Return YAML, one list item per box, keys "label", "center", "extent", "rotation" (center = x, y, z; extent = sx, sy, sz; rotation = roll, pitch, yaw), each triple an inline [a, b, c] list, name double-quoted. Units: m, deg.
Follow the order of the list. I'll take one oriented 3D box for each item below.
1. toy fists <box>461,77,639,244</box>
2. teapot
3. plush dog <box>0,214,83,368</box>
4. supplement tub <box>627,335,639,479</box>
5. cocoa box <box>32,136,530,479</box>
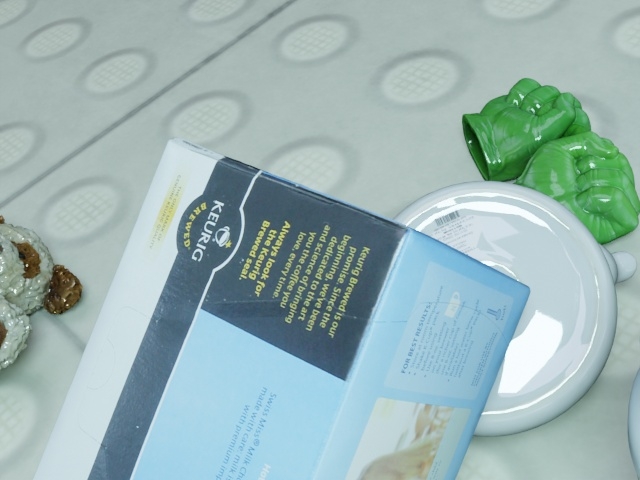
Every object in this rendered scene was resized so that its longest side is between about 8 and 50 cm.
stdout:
- label: "toy fists"
  center: [0.275, -0.097, 1.026]
  extent: [0.142, 0.096, 0.279]
  rotation: [-19, 41, 0]
- label: "teapot"
  center: [0.154, 0.074, 0.840]
  extent: [0.256, 0.187, 0.253]
  rotation: [21, 81, 14]
- label: "plush dog"
  center: [-0.435, 0.066, 1.090]
  extent: [0.262, 0.211, 0.225]
  rotation: [36, 47, 11]
- label: "supplement tub"
  center: [0.327, 0.167, 0.556]
  extent: [0.228, 0.316, 0.228]
  rotation: [-16, 36, 12]
- label: "cocoa box"
  center: [-0.033, 0.138, 0.657]
  extent: [0.228, 0.231, 0.347]
  rotation: [22, 90, 35]
